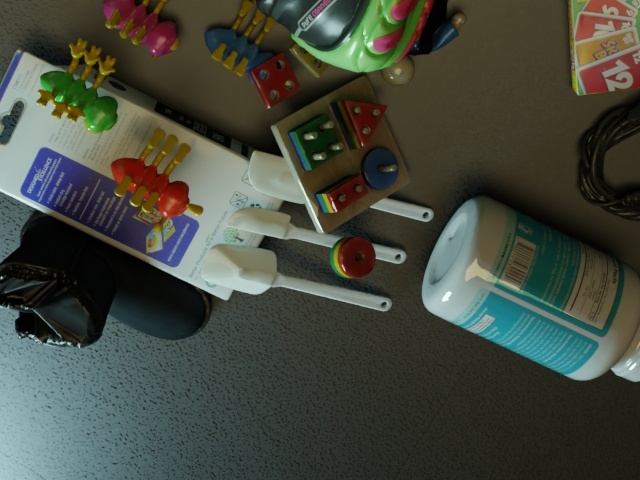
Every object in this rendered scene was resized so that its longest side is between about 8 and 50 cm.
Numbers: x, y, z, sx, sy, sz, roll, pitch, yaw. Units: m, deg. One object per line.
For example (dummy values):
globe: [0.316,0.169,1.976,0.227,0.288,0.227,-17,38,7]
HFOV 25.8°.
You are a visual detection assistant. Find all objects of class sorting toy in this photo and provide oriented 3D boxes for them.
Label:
sorting toy: [0.029,-0.103,1.512,0.132,0.046,0.274,-31,105,-28]

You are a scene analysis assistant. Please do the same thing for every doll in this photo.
doll: [0.096,-0.258,1.495,0.129,0.046,0.189,10,108,0]

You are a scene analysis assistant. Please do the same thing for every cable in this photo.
cable: [0.380,-0.090,1.569,0.184,0.047,0.150,-30,116,14]

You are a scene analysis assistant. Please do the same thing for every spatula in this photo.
spatula: [0.000,0.000,1.572,0.242,0.019,0.168,14,108,-28]

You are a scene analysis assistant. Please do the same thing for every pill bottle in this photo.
pill bottle: [0.258,0.065,1.568,0.264,0.146,0.146,26,109,-10]

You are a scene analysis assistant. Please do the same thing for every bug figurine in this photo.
bug figurine: [-0.168,-0.156,1.471,0.216,0.072,0.279,35,64,-6]

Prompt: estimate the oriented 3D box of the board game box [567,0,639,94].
board game box: [0.402,-0.235,1.517,0.259,0.039,0.124,-8,112,-1]

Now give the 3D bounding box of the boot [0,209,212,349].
boot: [-0.238,0.070,1.532,0.246,0.207,0.094,32,108,-12]

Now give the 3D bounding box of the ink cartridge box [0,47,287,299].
ink cartridge box: [-0.212,-0.078,1.552,0.333,0.065,0.165,27,109,-12]

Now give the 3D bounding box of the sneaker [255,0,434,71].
sneaker: [0.053,-0.412,1.359,0.202,0.185,0.482,19,98,13]
